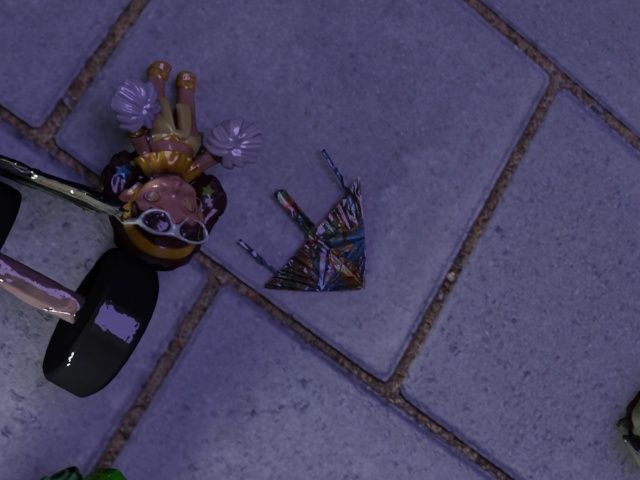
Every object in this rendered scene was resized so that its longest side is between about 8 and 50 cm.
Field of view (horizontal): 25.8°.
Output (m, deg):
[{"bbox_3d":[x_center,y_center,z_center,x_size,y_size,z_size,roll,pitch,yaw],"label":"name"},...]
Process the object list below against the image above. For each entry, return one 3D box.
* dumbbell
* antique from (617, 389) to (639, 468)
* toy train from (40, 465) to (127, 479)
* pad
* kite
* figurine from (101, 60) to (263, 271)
[{"bbox_3d":[-0.287,0.044,1.390,0.218,0.152,0.152,31,68,-19],"label":"dumbbell"},{"bbox_3d":[0.504,0.193,1.786,0.284,0.125,0.150,-36,98,-27],"label":"antique"},{"bbox_3d":[-0.263,0.316,1.334,0.243,0.188,0.132,-37,100,-27],"label":"toy train"},{"bbox_3d":[-0.314,-0.072,1.388,0.233,0.174,0.022,22,86,-21],"label":"pad"},{"bbox_3d":[0.000,0.000,1.627,0.160,0.010,0.183,48,67,-16],"label":"kite"},{"bbox_3d":[-0.163,-0.085,1.499,0.174,0.115,0.240,16,68,-26],"label":"figurine"}]
